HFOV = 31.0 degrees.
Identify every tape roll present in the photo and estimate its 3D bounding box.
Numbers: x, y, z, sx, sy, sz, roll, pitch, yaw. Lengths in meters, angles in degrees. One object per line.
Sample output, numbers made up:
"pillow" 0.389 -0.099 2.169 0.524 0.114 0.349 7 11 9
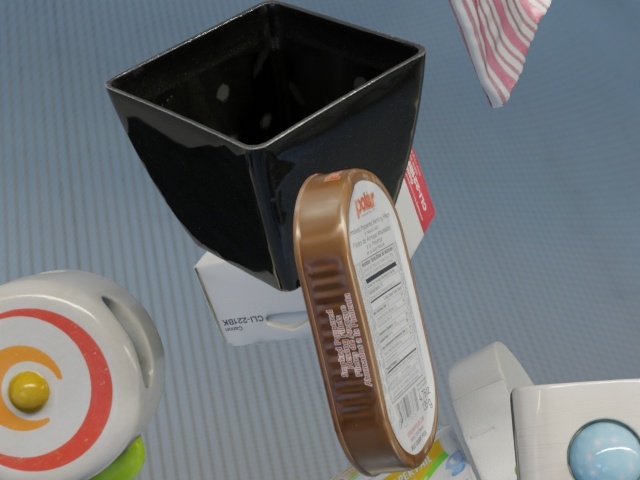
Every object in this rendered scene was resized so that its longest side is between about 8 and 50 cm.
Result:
"tape roll" 0.275 0.307 1.407 0.392 0.072 0.392 58 12 -20

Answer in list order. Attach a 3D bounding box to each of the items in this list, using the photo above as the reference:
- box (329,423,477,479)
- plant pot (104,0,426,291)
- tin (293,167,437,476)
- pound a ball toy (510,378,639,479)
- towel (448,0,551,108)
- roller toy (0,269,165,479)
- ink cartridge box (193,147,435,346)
"box" 0.094 0.335 1.494 0.203 0.103 0.114 -29 96 -36
"plant pot" -0.034 -0.072 0.952 0.187 0.166 0.188 -34 42 -31
"tin" 0.031 0.049 0.702 0.106 0.040 0.189 -28 106 -69
"pound a ball toy" 0.181 0.270 0.867 0.208 0.136 0.319 -4 79 5
"towel" 0.175 -0.241 1.092 0.029 0.144 0.197 -2 45 33
"roller toy" -0.248 0.124 1.045 0.209 0.191 0.146 19 5 3
"ink cartridge box" 0.000 0.000 1.384 0.197 0.114 0.273 -9 26 27
